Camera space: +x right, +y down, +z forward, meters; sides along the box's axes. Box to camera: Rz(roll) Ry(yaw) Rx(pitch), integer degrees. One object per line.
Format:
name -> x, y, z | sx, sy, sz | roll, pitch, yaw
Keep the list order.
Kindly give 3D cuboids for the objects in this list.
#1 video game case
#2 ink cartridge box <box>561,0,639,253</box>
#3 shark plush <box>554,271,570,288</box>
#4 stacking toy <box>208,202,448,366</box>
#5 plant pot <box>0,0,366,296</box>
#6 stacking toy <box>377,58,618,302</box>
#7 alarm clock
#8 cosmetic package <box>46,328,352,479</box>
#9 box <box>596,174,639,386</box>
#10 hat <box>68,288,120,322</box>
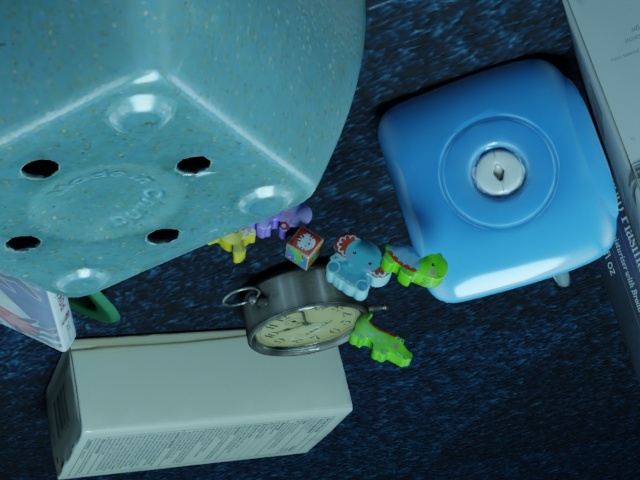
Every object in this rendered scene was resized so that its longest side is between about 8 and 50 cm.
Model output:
video game case -> -0.281, 0.004, 0.890 | 0.201, 0.023, 0.183 | 23, 154, 6
ink cartridge box -> 0.285, -0.045, 0.903 | 0.117, 0.283, 0.207 | -19, 155, 11
shark plush -> 0.234, -0.024, 1.237 | 0.067, 0.073, 0.161 | -37, 130, 5
stacking toy -> 0.000, 0.000, 0.976 | 0.052, 0.221, 0.167 | -50, 168, -26
plant pot -> -0.118, -0.122, 0.569 | 0.248, 0.252, 0.247 | -23, 153, 18
stacking toy -> 0.163, -0.025, 1.073 | 0.165, 0.175, 0.302 | -18, 166, 6
alarm clock -> -0.029, 0.067, 1.239 | 0.129, 0.064, 0.192 | -30, 153, 31
cosmetic package -> -0.140, 0.181, 1.367 | 0.309, 0.113, 0.160 | -2, 153, -25
box -> 0.415, 0.007, 1.071 | 0.182, 0.296, 0.294 | 5, 149, -34
hat -> -0.176, -0.053, 0.954 | 0.208, 0.183, 0.173 | 22, 160, 32
